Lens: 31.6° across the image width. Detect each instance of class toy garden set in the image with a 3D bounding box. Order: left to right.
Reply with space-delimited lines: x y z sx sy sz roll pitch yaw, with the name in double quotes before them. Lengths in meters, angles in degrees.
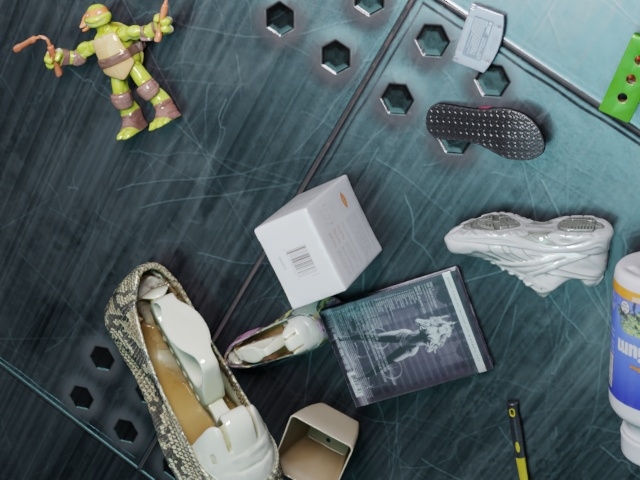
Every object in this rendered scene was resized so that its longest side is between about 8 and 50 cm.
"toy garden set" 0.504 -0.208 1.408 0.244 0.049 0.204 26 119 13

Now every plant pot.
"plant pot" 0.003 0.320 1.784 0.109 0.096 0.109 27 116 12

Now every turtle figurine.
"turtle figurine" -0.313 -0.265 1.707 0.269 0.087 0.217 -16 110 18

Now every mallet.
"mallet" 0.293 0.333 1.706 0.062 0.039 0.190 -13 99 29

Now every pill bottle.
"pill bottle" 0.461 0.161 1.501 0.152 0.152 0.272 5 110 21

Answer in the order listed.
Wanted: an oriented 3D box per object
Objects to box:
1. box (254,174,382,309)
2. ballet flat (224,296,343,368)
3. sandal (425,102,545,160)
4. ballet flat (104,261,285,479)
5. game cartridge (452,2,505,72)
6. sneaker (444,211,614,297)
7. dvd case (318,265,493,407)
"box" 0.000 0.000 1.624 0.091 0.170 0.130 -22 99 27
"ballet flat" -0.058 0.155 1.759 0.221 0.079 0.077 -24 97 28
"sandal" 0.230 -0.156 1.551 0.179 0.040 0.067 18 110 32
"ballet flat" -0.181 0.240 1.723 0.483 0.164 0.182 58 145 18
"game cartridge" 0.216 -0.271 1.522 0.056 0.017 0.083 26 117 16
"sneaker" 0.285 0.026 1.564 0.232 0.090 0.115 4 114 22
"dvd case" 0.127 0.146 1.692 0.221 0.018 0.165 -18 101 17
